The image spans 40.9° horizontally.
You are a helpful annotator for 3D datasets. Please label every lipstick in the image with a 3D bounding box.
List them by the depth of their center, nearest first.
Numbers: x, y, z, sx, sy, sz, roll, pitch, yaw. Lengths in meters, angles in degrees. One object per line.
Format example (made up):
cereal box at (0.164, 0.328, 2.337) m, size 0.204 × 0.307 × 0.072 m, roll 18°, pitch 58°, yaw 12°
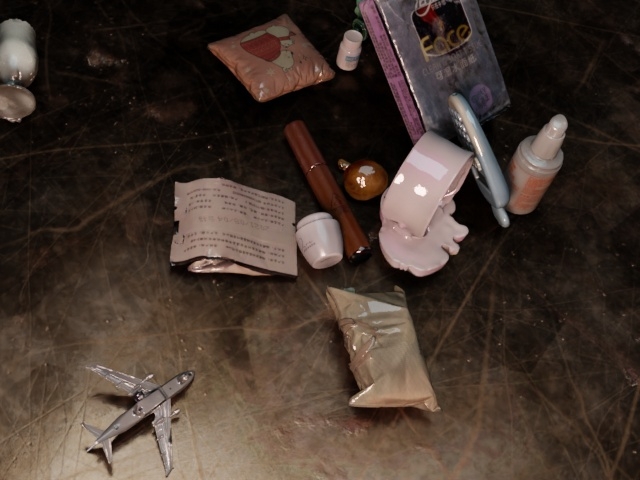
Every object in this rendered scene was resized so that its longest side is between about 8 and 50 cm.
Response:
lipstick at (0.014, -0.105, 1.789) m, size 0.057 × 0.057 × 0.357 m, roll -15°, pitch 59°, yaw -21°

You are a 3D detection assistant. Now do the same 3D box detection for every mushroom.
mushroom at (0.077, -0.136, 1.818) m, size 0.129 × 0.088 × 0.073 m, roll 30°, pitch 25°, yaw 31°

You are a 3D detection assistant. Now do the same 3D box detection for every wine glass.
wine glass at (-0.643, -0.362, 1.805) m, size 0.103 × 0.103 × 0.222 m, roll -1°, pitch 53°, yaw -13°

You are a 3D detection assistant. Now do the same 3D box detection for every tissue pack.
tissue pack at (0.255, -0.409, 1.900) m, size 0.259 × 0.122 × 0.361 m, roll -30°, pitch 107°, yaw -26°

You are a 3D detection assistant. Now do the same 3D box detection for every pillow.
pillow at (-0.110, -0.418, 1.967) m, size 0.236 × 0.084 × 0.223 m, roll -28°, pitch 63°, yaw -30°

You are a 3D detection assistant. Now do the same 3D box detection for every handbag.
handbag at (0.105, 0.194, 1.561) m, size 0.182 × 0.117 × 0.270 m, roll 3°, pitch 53°, yaw -26°

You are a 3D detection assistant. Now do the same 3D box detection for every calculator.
calculator at (0.336, -0.168, 1.796) m, size 0.042 × 0.303 × 0.188 m, roll -26°, pitch 17°, yaw 4°

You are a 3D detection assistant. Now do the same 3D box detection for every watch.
watch at (0.217, -0.077, 1.706) m, size 0.196 × 0.231 × 0.244 m, roll 31°, pitch 51°, yaw 9°

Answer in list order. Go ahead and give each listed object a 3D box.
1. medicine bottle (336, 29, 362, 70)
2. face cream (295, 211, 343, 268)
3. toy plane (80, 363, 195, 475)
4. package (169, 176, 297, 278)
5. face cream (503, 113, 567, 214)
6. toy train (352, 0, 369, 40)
medicine bottle at (0.069, -0.448, 2.022) m, size 0.052 × 0.089 × 0.052 m, roll 6°, pitch 54°, yaw -8°
face cream at (0.000, 0.000, 1.691) m, size 0.091 × 0.091 × 0.095 m, roll -11°, pitch 66°, yaw -19°
toy plane at (-0.296, 0.281, 1.448) m, size 0.226 × 0.058 × 0.226 m, roll -35°, pitch 84°, yaw -30°
package at (-0.166, -0.025, 1.693) m, size 0.251 × 0.062 × 0.204 m, roll 7°, pitch 55°, yaw -12°
face cream at (0.453, -0.165, 1.804) m, size 0.101 × 0.252 × 0.101 m, roll 6°, pitch 55°, yaw -8°
toy train at (0.171, -0.507, 2.048) m, size 0.101 × 0.159 × 0.248 m, roll -29°, pitch 67°, yaw -23°
